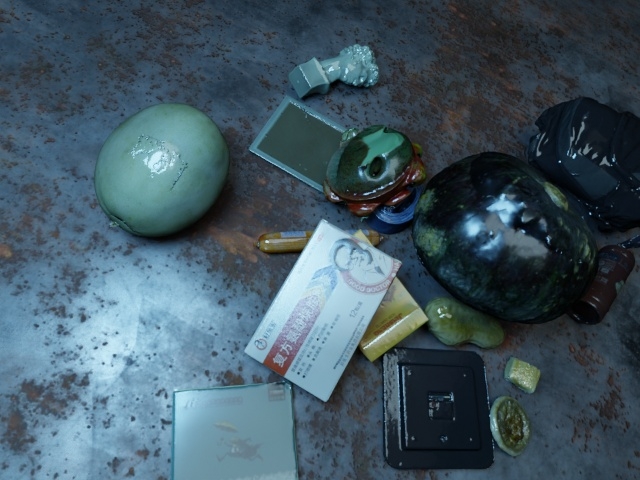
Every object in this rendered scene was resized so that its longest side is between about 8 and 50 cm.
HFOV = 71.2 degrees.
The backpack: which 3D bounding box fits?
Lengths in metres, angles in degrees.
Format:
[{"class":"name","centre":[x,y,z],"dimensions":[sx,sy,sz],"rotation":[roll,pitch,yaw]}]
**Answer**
[{"class":"backpack","centre":[0.849,-0.246,1.363],"dimensions":[0.446,0.255,0.363],"rotation":[32,67,-7]}]

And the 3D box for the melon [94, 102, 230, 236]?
[{"class":"melon","centre":[-0.358,-0.155,1.017],"dimensions":[0.269,0.268,0.330],"rotation":[37,72,2]}]

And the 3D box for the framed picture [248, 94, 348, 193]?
[{"class":"framed picture","centre":[-0.023,-0.264,1.280],"dimensions":[0.296,0.019,0.232],"rotation":[30,65,-1]}]

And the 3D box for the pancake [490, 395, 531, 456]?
[{"class":"pancake","centre":[0.467,0.455,1.100],"dimensions":[0.140,0.022,0.139],"rotation":[12,65,-28]}]

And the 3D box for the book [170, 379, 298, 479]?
[{"class":"book","centre":[-0.175,0.496,0.929],"dimensions":[0.265,0.031,0.378],"rotation":[-1,69,-15]}]

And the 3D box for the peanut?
[{"class":"peanut","centre":[0.368,0.217,1.141],"dimensions":[0.237,0.110,0.120],"rotation":[21,61,-15]}]

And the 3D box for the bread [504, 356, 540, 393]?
[{"class":"bread","centre":[0.523,0.350,1.162],"dimensions":[0.083,0.035,0.070],"rotation":[28,64,5]}]

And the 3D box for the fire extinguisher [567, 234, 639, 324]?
[{"class":"fire extinguisher","centre":[0.844,0.091,1.290],"dimensions":[0.344,0.138,0.102],"rotation":[-42,98,-24]}]

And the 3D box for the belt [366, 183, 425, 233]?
[{"class":"belt","centre":[0.210,-0.110,1.240],"dimensions":[0.141,0.082,0.190],"rotation":[45,66,11]}]

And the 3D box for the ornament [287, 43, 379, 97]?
[{"class":"ornament","centre":[0.038,-0.507,1.337],"dimensions":[0.286,0.120,0.130],"rotation":[-16,94,-20]}]

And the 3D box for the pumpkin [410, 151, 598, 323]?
[{"class":"pumpkin","centre":[0.438,-0.007,1.100],"dimensions":[0.455,0.344,0.454],"rotation":[26,35,-20]}]

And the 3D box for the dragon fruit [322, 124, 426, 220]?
[{"class":"dragon fruit","centre":[0.141,-0.195,1.176],"dimensions":[0.295,0.130,0.268],"rotation":[-37,44,-14]}]

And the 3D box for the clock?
[{"class":"clock","centre":[0.281,0.398,1.073],"dimensions":[0.279,0.049,0.273],"rotation":[5,68,-12]}]

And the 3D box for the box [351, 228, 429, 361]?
[{"class":"box","centre":[0.109,0.133,1.093],"dimensions":[0.174,0.076,0.274],"rotation":[-36,81,-1]}]

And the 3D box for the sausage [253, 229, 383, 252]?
[{"class":"sausage","centre":[0.000,0.000,1.160],"dimensions":[0.348,0.053,0.053],"rotation":[-3,69,-15]}]

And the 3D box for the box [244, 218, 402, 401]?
[{"class":"box","centre":[0.009,0.154,1.025],"dimensions":[0.214,0.069,0.353],"rotation":[30,81,7]}]
